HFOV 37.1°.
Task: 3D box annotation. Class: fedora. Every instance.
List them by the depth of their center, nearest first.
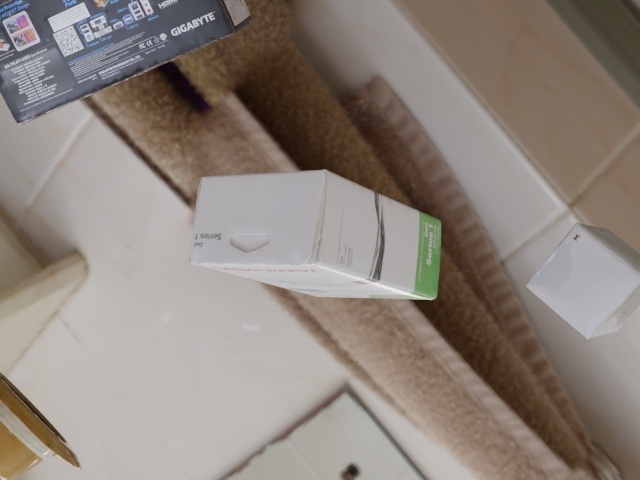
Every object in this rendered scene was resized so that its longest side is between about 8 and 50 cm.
[{"bbox_3d":[-0.350,0.211,1.056,0.079,0.194,0.194,-43,177,-17],"label":"fedora"}]

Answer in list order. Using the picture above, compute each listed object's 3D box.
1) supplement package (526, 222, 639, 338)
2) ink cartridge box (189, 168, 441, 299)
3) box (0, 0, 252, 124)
[{"bbox_3d":[0.358,0.051,1.228,0.105,0.105,0.179,-53,156,16],"label":"supplement package"},{"bbox_3d":[0.000,0.000,0.958,0.160,0.093,0.219,-1,168,35],"label":"ink cartridge box"},{"bbox_3d":[-0.264,-0.309,1.012,0.295,0.293,0.073,-18,-163,21],"label":"box"}]
